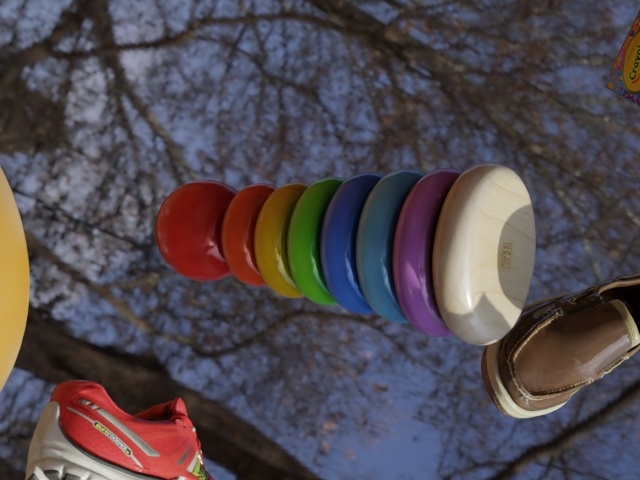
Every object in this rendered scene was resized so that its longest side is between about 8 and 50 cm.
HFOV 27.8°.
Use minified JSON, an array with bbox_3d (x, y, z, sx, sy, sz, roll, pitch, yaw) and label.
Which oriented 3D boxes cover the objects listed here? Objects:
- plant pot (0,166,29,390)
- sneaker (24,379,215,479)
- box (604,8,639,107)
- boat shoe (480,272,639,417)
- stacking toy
[{"bbox_3d":[-0.246,0.027,0.503,0.205,0.205,0.188,-56,177,15],"label":"plant pot"},{"bbox_3d":[-0.117,0.193,1.071,0.107,0.279,0.118,-19,-128,34],"label":"sneaker"},{"bbox_3d":[0.467,-0.141,1.148,0.279,0.290,0.177,40,-62,38],"label":"box"},{"bbox_3d":[0.244,0.083,1.190,0.095,0.257,0.095,-30,-92,41],"label":"boat shoe"},{"bbox_3d":[0.000,0.000,1.059,0.330,0.141,0.141,5,-108,31],"label":"stacking toy"}]
